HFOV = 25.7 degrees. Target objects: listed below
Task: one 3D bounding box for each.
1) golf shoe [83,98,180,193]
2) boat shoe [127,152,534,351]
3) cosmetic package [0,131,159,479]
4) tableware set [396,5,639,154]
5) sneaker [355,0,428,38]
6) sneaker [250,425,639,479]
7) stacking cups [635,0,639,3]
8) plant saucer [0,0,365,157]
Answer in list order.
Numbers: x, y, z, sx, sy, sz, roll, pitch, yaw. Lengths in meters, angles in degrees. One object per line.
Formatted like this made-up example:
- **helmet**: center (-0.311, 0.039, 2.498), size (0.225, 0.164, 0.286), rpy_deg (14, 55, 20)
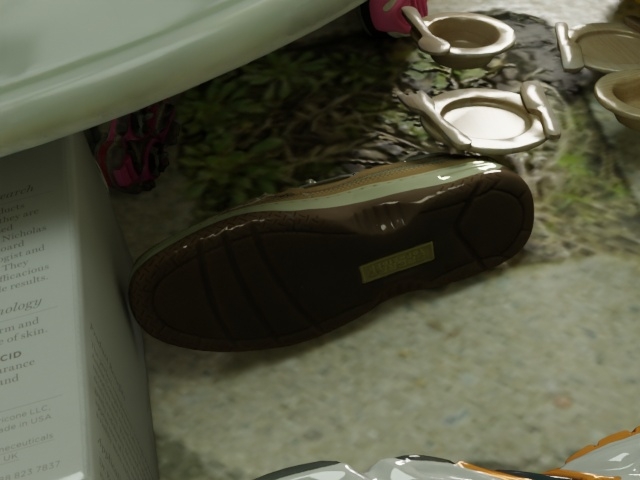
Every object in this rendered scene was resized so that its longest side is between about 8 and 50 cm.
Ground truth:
- **golf shoe**: center (-0.106, -0.103, 0.772), size (0.086, 0.067, 0.186), rpy_deg (6, 45, 21)
- **boat shoe**: center (0.000, 0.000, 0.647), size (0.190, 0.068, 0.072), rpy_deg (-12, 28, -16)
- **cosmetic package**: center (-0.120, 0.054, 0.569), size (0.085, 0.117, 0.231), rpy_deg (-15, 41, -1)
- **tableware set**: center (0.118, -0.085, 0.706), size (0.169, 0.020, 0.141), rpy_deg (-4, 32, -8)
- **sneaker**: center (0.022, -0.167, 0.818), size (0.075, 0.063, 0.170), rpy_deg (-7, 39, 9)
- **sneaker**: center (0.057, 0.137, 0.457), size (0.262, 0.099, 0.121), rpy_deg (-12, 46, 2)
- **stacking cups**: center (0.254, -0.101, 0.667), size (0.096, 0.096, 0.316), rpy_deg (-29, 45, -18)
- **plant saucer**: center (-0.132, -0.151, 0.675), size (0.400, 0.100, 0.400), rpy_deg (-15, 23, 7)
